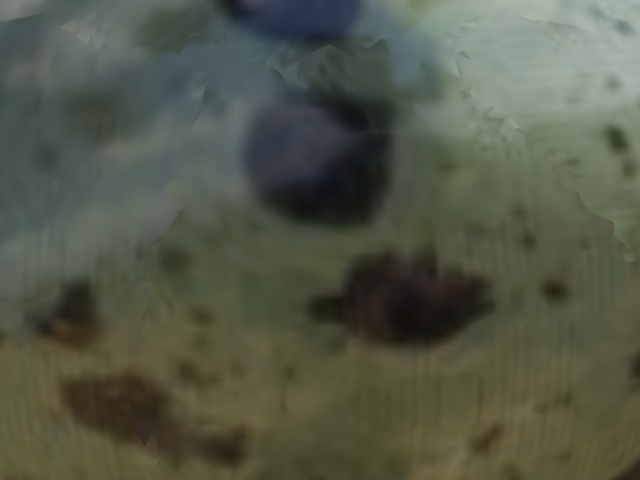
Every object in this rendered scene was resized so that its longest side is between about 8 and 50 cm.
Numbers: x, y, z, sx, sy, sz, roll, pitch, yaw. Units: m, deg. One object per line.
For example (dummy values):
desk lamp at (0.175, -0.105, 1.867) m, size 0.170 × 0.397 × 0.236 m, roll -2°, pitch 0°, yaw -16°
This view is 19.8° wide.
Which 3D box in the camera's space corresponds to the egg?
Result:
egg at (0.000, 0.000, 0.668) m, size 0.379 × 0.288 × 0.287 m, roll 2°, pitch -12°, yaw -2°
